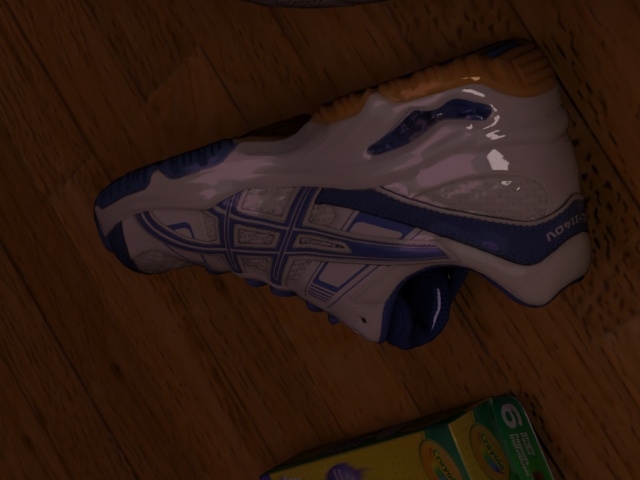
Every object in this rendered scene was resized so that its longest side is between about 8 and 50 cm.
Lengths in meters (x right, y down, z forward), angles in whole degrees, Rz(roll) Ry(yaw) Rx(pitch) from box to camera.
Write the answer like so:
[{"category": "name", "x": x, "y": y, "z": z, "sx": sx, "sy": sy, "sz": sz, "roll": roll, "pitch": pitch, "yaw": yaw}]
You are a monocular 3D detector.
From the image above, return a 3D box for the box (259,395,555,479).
[{"category": "box", "x": 0.055, "y": 0.149, "z": 0.918, "sx": 0.179, "sy": 0.043, "sz": 0.105, "roll": -24, "pitch": 90, "yaw": 43}]

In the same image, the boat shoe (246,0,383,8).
[{"category": "boat shoe", "x": -0.018, "y": -0.177, "z": 0.801, "sx": 0.324, "sy": 0.123, "sz": 0.116, "roll": 13, "pitch": 113, "yaw": 37}]

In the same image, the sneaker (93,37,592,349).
[{"category": "sneaker", "x": 0.000, "y": 0.000, "z": 0.859, "sx": 0.296, "sy": 0.112, "sz": 0.131, "roll": -14, "pitch": 97, "yaw": 45}]
